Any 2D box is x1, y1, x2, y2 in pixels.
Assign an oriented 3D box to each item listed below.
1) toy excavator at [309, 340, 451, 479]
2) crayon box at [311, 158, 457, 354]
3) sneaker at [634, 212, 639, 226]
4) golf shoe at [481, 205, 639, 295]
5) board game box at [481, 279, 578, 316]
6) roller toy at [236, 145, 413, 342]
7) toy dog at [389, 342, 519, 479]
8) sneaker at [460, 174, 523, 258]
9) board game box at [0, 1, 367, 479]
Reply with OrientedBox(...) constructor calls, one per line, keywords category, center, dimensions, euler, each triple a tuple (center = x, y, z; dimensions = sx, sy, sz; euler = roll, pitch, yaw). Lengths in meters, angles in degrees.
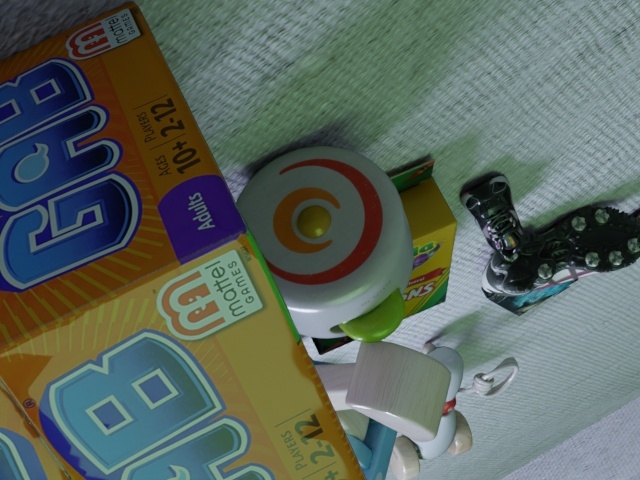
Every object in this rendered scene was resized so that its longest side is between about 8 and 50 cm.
OrientedBox(category="toy excavator", center=(-0.006, 0.227, 1.561), dimensions=(0.433, 0.222, 0.445), euler=(7, 159, 26))
OrientedBox(category="crayon box", center=(0.069, 0.030, 1.597), dimensions=(0.202, 0.081, 0.318), euler=(-23, 156, -8))
OrientedBox(category="sneaker", center=(0.527, -0.005, 2.013), dimensions=(0.188, 0.066, 0.071), euler=(-39, 155, 27))
OrientedBox(category="golf shoe", center=(0.377, 0.019, 1.899), dimensions=(0.273, 0.105, 0.120), euler=(-13, 169, -15))
OrientedBox(category="board game box", center=(0.356, 0.074, 2.050), dimensions=(0.126, 0.026, 0.186), euler=(-34, 155, 15))
OrientedBox(category="roller toy", center=(0.000, 0.000, 1.330), dimensions=(0.209, 0.191, 0.146), euler=(10, 162, 13))
OrientedBox(category="toy dog", center=(0.195, 0.286, 2.226), dimensions=(0.220, 0.161, 0.333), euler=(-4, 134, -35))
OrientedBox(category="sneaker", center=(0.249, -0.028, 1.665), dimensions=(0.072, 0.077, 0.178), euler=(-32, 155, 9))
OrientedBox(category="board game box", center=(-0.203, 0.098, 0.962), dimensions=(0.356, 0.356, 0.356), euler=(-25, 129, -3))
